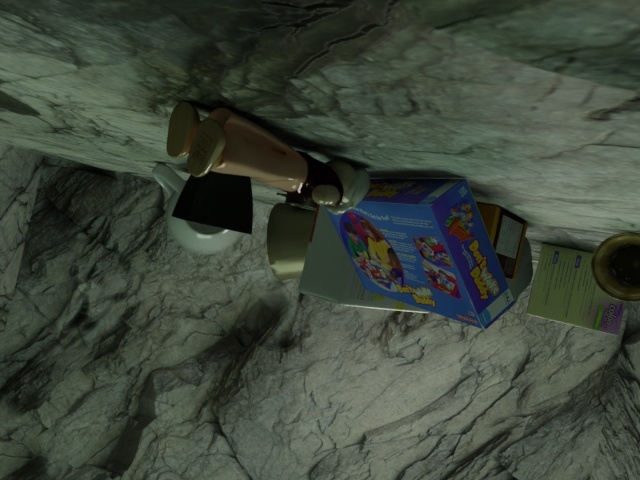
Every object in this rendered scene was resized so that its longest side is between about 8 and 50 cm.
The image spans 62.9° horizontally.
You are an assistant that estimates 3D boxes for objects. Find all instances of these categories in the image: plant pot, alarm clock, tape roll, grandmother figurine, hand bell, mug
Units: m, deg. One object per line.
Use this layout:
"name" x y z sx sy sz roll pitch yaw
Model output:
"plant pot" 0.000 0.000 1.691 0.274 0.256 0.256 -2 176 15
"alarm clock" -0.015 -0.111 1.422 0.129 0.064 0.192 12 177 41
"plant pot" -0.297 -0.122 1.506 0.188 0.167 0.187 14 180 -31
"tape roll" 0.384 0.054 1.237 0.219 0.219 0.072 13 138 40
"grandmother figurine" -0.044 -0.107 0.778 0.342 0.104 0.208 9 -150 -48
"hand bell" 0.633 0.039 1.023 0.126 0.126 0.242 13 -167 41
"mug" -0.430 -0.123 1.809 0.374 0.276 0.328 44 168 -9

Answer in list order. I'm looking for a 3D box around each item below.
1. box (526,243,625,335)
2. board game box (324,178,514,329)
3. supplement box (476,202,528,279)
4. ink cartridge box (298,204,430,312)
"box" 0.745 0.139 1.513 0.243 0.213 0.117 12 179 24
"board game box" 0.156 0.007 0.945 0.078 0.233 0.347 -35 -159 -20
"supplement box" 0.300 -0.006 1.100 0.191 0.129 0.194 13 180 39
"ink cartridge box" 0.156 0.036 1.396 0.160 0.279 0.385 10 179 45
